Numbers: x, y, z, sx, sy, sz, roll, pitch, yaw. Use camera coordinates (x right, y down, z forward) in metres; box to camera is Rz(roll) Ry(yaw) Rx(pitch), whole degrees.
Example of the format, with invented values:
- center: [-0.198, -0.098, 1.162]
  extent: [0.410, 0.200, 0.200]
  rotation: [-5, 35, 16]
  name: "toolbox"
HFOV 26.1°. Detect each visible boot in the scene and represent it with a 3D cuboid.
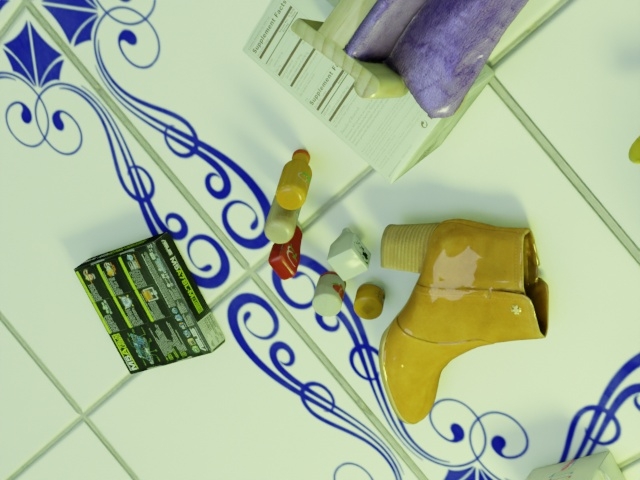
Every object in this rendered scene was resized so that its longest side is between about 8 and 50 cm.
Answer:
- center: [0.185, 0.116, 1.745]
  extent: [0.211, 0.104, 0.295]
  rotation: [7, 114, 30]
  name: "boot"

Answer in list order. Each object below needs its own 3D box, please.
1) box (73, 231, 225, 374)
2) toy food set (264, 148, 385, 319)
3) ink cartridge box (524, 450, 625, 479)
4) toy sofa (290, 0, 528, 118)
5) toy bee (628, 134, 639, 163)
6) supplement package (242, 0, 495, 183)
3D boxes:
- center: [-0.256, 0.097, 2.062]
  extent: [0.184, 0.045, 0.191]
  rotation: [-18, 105, 41]
  name: "box"
- center: [0.000, 0.000, 1.830]
  extent: [0.111, 0.104, 0.232]
  rotation: [-28, 116, 26]
  name: "toy food set"
- center: [0.334, 0.341, 1.776]
  extent: [0.143, 0.090, 0.092]
  rotation: [-23, 101, 38]
  name: "ink cartridge box"
- center: [0.151, -0.304, 1.424]
  extent: [0.177, 0.150, 0.362]
  rotation: [39, 105, 9]
  name: "toy sofa"
- center: [0.432, -0.102, 1.431]
  extent: [0.298, 0.162, 0.195]
  rotation: [44, 128, 6]
  name: "toy bee"
- center: [0.056, -0.212, 1.629]
  extent: [0.244, 0.139, 0.134]
  rotation: [43, 129, 8]
  name: "supplement package"
